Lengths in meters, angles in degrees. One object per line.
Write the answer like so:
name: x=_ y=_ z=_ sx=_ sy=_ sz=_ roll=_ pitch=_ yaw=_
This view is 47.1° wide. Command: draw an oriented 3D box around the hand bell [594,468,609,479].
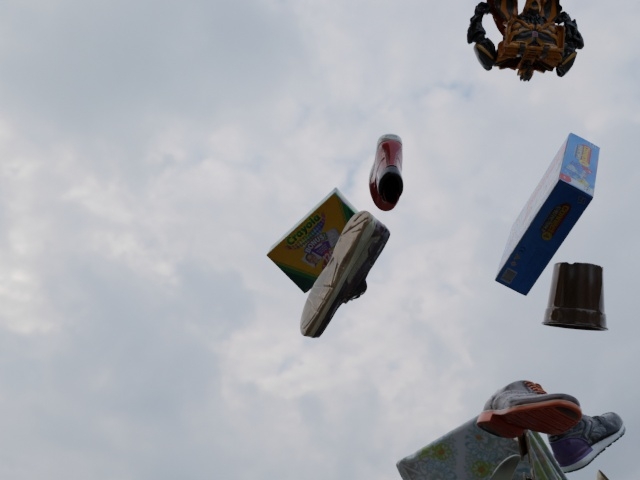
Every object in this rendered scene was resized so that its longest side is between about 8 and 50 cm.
hand bell: x=0.736 y=0.775 z=2.094 sx=0.242 sy=0.126 sz=0.126 roll=-40 pitch=-48 yaw=11

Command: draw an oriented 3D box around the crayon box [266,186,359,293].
crayon box: x=0.000 y=0.000 z=2.131 sx=0.278 sy=0.081 sz=0.165 roll=-42 pitch=-81 yaw=16

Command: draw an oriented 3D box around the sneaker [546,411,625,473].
sneaker: x=0.697 y=0.489 z=1.926 sx=0.283 sy=0.124 sz=0.107 roll=-19 pitch=-11 yaw=-42

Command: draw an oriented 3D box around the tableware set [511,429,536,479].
tableware set: x=0.398 y=0.443 z=1.436 sx=0.039 sy=0.194 sz=0.128 roll=-9 pitch=-46 yaw=13

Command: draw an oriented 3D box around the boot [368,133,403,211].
boot: x=0.168 y=-0.121 z=1.846 sx=0.088 sy=0.176 sz=0.244 roll=1 pitch=-40 yaw=2

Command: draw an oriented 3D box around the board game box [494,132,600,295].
board game box: x=0.555 y=-0.068 z=1.787 sx=0.086 sy=0.302 sz=0.308 roll=28 pitch=-54 yaw=7

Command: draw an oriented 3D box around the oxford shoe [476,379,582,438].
oxford shoe: x=0.377 y=0.293 z=1.334 sx=0.097 sy=0.098 sz=0.271 roll=31 pitch=-25 yaw=-11

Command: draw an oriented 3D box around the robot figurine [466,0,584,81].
robot figurine: x=0.372 y=-0.428 z=1.321 sx=0.211 sy=0.291 sz=0.085 roll=4 pitch=-15 yaw=-1

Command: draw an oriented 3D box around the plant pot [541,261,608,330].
plant pot: x=0.669 y=0.145 z=1.915 sx=0.167 sy=0.165 sz=0.167 roll=7 pitch=-8 yaw=1

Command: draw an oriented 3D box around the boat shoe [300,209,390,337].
boat shoe: x=0.055 y=0.080 z=1.503 sx=0.092 sy=0.285 sz=0.103 roll=29 pitch=-4 yaw=-22

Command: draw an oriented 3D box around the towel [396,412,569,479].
towel: x=0.413 y=0.611 z=1.815 sx=0.374 sy=0.320 sz=0.090 roll=-36 pitch=-23 yaw=19

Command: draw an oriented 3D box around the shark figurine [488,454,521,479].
shark figurine: x=0.230 y=0.361 z=0.906 sx=0.278 sy=0.166 sz=0.116 roll=36 pitch=-10 yaw=-14
